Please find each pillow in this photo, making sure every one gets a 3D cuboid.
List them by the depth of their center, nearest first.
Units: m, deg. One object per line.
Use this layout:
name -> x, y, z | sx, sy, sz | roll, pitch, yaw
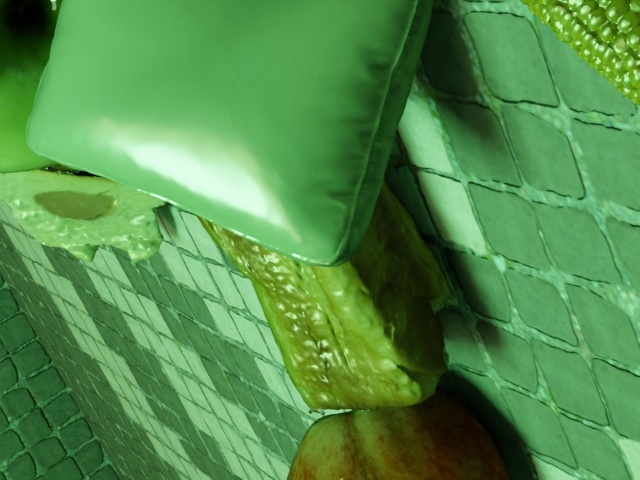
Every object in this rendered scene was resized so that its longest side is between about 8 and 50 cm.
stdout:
pillow -> -0.081, -0.142, 1.057 | 0.322, 0.255, 0.120 | 20, -171, 23

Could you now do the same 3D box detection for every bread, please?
bread -> 0.001, -0.003, 1.241 | 0.195, 0.149, 0.344 | -6, 120, 43
bread -> -0.351, -0.064, 1.826 | 0.224, 0.211, 0.183 | 50, 152, 28

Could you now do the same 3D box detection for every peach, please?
peach -> 0.090, 0.281, 1.379 | 0.256, 0.232, 0.232 | 65, 159, 5

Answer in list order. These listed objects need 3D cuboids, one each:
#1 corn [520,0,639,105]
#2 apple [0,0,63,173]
corn -> 0.178, -0.138, 0.751 | 0.293, 0.106, 0.106 | 49, 158, 17
apple -> -0.337, -0.247, 1.366 | 0.357, 0.357, 0.357 | 45, 156, 26
